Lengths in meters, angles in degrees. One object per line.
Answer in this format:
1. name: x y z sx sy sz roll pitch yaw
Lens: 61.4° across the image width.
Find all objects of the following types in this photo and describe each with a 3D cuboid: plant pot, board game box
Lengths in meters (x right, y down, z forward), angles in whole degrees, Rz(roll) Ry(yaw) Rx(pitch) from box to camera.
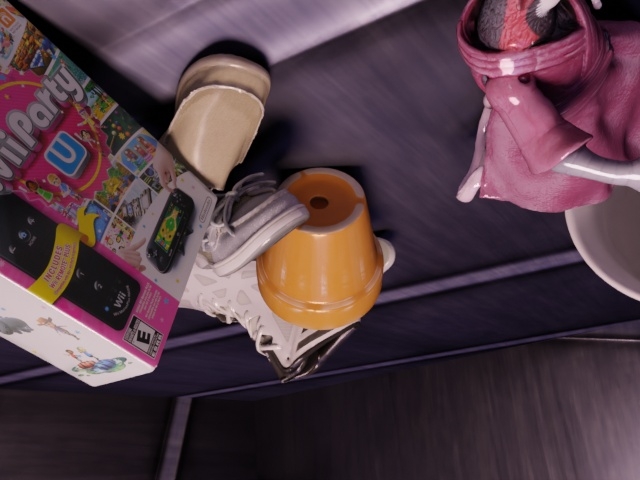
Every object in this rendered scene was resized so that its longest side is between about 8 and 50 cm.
1. plant pot: 0.000 0.000 0.816 0.205 0.205 0.188 -4 141 -4
2. board game box: -0.253 -0.040 0.489 0.097 0.224 0.303 -19 133 31

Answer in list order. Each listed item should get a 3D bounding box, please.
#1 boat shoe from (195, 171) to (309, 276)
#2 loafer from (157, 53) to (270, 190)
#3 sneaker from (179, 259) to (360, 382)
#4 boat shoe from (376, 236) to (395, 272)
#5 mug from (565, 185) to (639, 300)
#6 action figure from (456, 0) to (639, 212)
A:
1. boat shoe: -0.121 -0.027 0.704 0.118 0.103 0.320 -37 -166 -21
2. loafer: -0.134 -0.109 0.633 0.101 0.092 0.268 8 154 -28
3. sneaker: -0.139 0.134 0.990 0.447 0.258 0.169 -10 157 12
4. boat shoe: 0.084 0.047 1.082 0.081 0.079 0.227 0 163 -36
5. mug: 0.548 -0.073 0.697 0.328 0.276 0.374 11 122 -45
6. action figure: 0.209 -0.170 0.499 0.275 0.248 0.370 11 175 40
